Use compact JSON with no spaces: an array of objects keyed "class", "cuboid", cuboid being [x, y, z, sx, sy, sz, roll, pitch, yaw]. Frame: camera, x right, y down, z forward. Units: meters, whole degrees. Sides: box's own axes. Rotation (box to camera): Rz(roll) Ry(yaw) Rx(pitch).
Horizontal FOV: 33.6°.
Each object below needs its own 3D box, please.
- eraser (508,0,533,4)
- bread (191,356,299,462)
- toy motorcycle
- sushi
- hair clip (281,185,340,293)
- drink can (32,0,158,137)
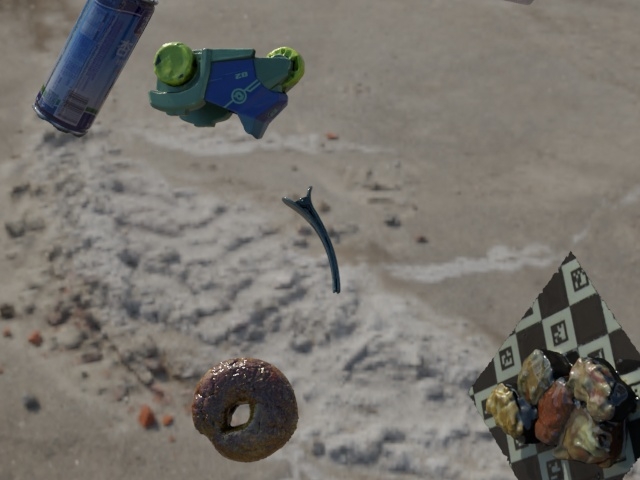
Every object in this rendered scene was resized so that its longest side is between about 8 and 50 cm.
[{"class":"eraser","cuboid":[0.278,-0.512,1.903,0.287,0.130,0.086,6,61,-20]},{"class":"bread","cuboid":[-0.130,0.291,1.839,0.193,0.193,0.064,2,-9,7]},{"class":"toy motorcycle","cuboid":[-0.195,-0.321,2.305,0.326,0.199,0.191,4,-3,20]},{"class":"sushi","cuboid":[0.294,0.206,1.381,0.059,0.294,0.292,6,37,-27]},{"class":"hair clip","cuboid":[0.000,0.000,2.166,0.070,0.039,0.229,-24,78,-12]},{"class":"drink can","cuboid":[-0.338,-0.277,1.584,0.097,0.235,0.097,29,14,-8]}]
